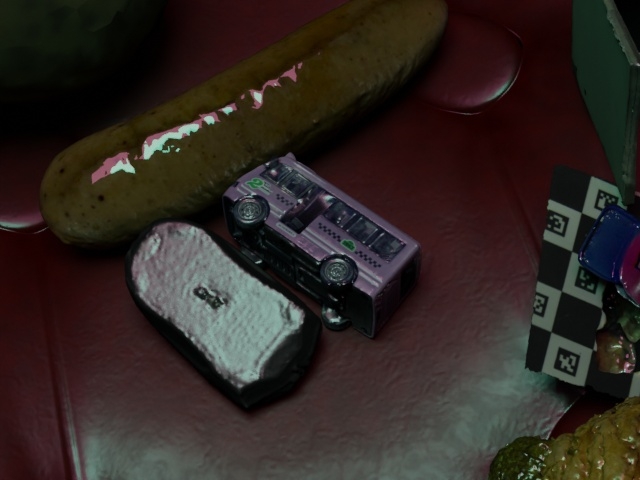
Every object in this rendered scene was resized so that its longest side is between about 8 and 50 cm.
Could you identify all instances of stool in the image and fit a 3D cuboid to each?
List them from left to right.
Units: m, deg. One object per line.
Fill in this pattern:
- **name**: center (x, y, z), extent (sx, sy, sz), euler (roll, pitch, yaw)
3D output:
- **stool**: center (0.392, -0.189, 1.212), extent (0.244, 0.170, 0.269), euler (-6, 40, 3)

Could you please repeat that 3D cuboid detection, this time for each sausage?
- **sausage**: center (-0.065, -0.134, 1.308), extent (0.501, 0.123, 0.136), euler (-30, 29, -11)

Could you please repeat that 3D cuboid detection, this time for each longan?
- **longan**: center (-0.345, -0.331, 1.307), extent (0.391, 0.391, 0.391), euler (-3, 60, 5)

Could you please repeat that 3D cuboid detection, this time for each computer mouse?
- **computer mouse**: center (-0.100, 0.069, 1.219), extent (0.217, 0.073, 0.122), euler (40, 85, 16)

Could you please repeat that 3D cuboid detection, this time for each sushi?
- **sushi**: center (0.286, 0.056, 1.188), extent (0.192, 0.050, 0.215), euler (18, 66, -9)

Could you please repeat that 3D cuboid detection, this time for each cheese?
- **cheese**: center (0.354, 0.057, 1.146), extent (0.244, 0.062, 0.155), euler (35, 67, -1)

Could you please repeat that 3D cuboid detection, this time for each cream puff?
- **cream puff**: center (0.220, 0.228, 1.056), extent (0.169, 0.183, 0.183), euler (-7, 56, 30)

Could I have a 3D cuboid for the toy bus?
- **toy bus**: center (0.000, 0.000, 1.235), extent (0.199, 0.096, 0.108), euler (35, 65, 21)
